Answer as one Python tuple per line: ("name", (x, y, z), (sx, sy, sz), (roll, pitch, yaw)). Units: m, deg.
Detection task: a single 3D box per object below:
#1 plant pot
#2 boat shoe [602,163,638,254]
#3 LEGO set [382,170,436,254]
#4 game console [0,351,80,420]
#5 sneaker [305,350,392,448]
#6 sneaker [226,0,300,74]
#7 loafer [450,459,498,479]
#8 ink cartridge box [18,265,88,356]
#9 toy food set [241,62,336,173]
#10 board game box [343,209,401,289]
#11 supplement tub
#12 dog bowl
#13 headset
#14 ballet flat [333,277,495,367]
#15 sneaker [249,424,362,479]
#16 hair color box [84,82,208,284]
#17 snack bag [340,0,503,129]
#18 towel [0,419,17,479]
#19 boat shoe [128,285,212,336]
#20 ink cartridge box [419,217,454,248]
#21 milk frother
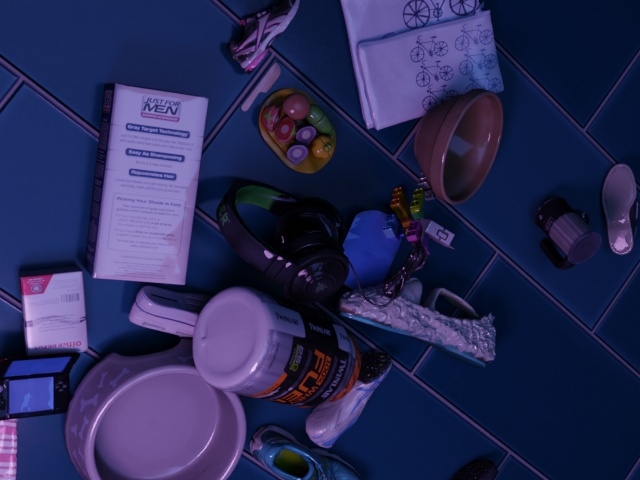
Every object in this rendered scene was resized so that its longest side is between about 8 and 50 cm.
("plant pot", (0.264, -0.200, 1.982), (0.237, 0.110, 0.237), (-37, 139, -41))
("boat shoe", (0.686, -0.073, 2.238), (0.065, 0.075, 0.206), (-13, 101, -64))
("LEGO set", (0.188, -0.040, 1.999), (0.093, 0.087, 0.227), (60, 31, -31))
("game console", (-0.512, 0.262, 1.766), (0.144, 0.085, 0.124), (-1, 91, -32))
("sneaker", (0.062, 0.327, 2.035), (0.237, 0.085, 0.086), (-47, 138, -13))
("sneaker", (-0.109, -0.405, 1.847), (0.077, 0.072, 0.178), (37, 78, -12))
("loafer", (0.307, 0.575, 2.173), (0.223, 0.076, 0.078), (-41, 116, -6))
("ink cartridge box", (-0.485, 0.128, 1.781), (0.109, 0.063, 0.150), (-5, 101, -22))
("toy food set", (-0.046, -0.225, 1.898), (0.128, 0.071, 0.218), (-47, 112, -9))
("board game box", (0.091, 0.019, 2.014), (0.133, 0.033, 0.168), (25, 88, -34))
("supplement tub", (-0.072, 0.208, 1.849), (0.316, 0.194, 0.193), (22, 90, -49))
("dog bowl", (-0.298, 0.359, 1.852), (0.349, 0.102, 0.348), (-8, 110, -22))
("headset", (0.000, 0.000, 1.842), (0.394, 0.243, 0.185), (29, 117, -19))
("ballet flat", (0.204, 0.150, 2.036), (0.409, 0.147, 0.147), (22, 90, -31))
("sneaker", (-0.024, 0.475, 2.000), (0.275, 0.110, 0.107), (30, 86, -24))
("hair color box", (-0.319, -0.102, 1.788), (0.174, 0.105, 0.347), (6, 97, -23))
("snack bag", (0.205, -0.426, 1.987), (0.323, 0.037, 0.342), (-18, 105, -18))
("towel", (-0.623, 0.364, 1.782), (0.144, 0.029, 0.197), (1, 98, -23))
("boat shoe", (-0.259, 0.146, 1.878), (0.226, 0.083, 0.075), (22, 121, -28))
("ink cartridge box", (0.246, -0.015, 2.063), (0.083, 0.048, 0.028), (30, 87, -25))
("milk frother", (0.560, -0.016, 2.143), (0.143, 0.134, 0.129), (-17, 135, -16))
